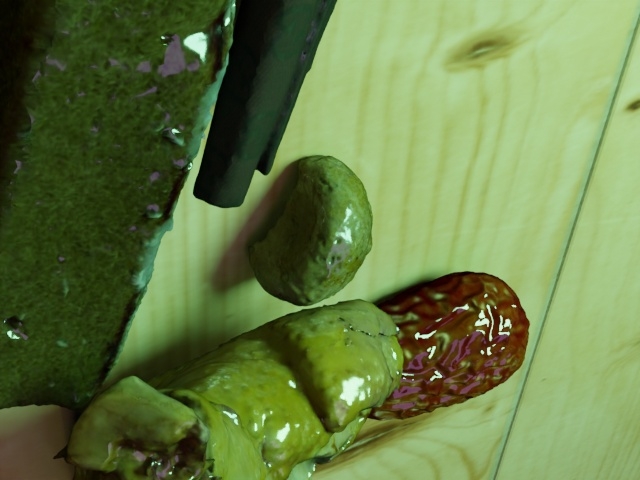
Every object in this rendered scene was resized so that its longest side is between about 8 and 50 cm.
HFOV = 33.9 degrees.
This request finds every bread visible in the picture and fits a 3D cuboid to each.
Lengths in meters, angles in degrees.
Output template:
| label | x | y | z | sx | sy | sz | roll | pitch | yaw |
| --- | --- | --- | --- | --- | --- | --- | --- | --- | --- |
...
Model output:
| label | x | y | z | sx | sy | sz | roll | pitch | yaw |
| --- | --- | --- | --- | --- | --- | --- | --- | --- | --- |
| bread | 0.000 | 0.000 | 0.767 | 0.060 | 0.082 | 0.113 | 9 | 126 | -45 |
| bread | -0.112 | -0.111 | 0.510 | 0.113 | 0.165 | 0.417 | 2 | 128 | -31 |

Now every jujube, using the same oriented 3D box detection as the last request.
| label | x | y | z | sx | sy | sz | roll | pitch | yaw |
| --- | --- | --- | --- | --- | --- | --- | --- | --- | --- |
| jujube | 0.093 | 0.093 | 0.915 | 0.176 | 0.109 | 0.112 | -19 | 102 | -9 |

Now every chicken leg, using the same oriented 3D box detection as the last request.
| label | x | y | z | sx | sy | sz | roll | pitch | yaw |
| --- | --- | --- | --- | --- | --- | --- | --- | --- | --- |
| chicken leg | -0.061 | 0.129 | 0.721 | 0.295 | 0.182 | 0.409 | -35 | 162 | -10 |

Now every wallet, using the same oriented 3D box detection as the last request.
| label | x | y | z | sx | sy | sz | roll | pitch | yaw |
| --- | --- | --- | --- | --- | --- | --- | --- | --- | --- |
| wallet | -0.008 | -0.143 | 0.565 | 0.049 | 0.182 | 0.229 | 20 | 126 | -3 |
